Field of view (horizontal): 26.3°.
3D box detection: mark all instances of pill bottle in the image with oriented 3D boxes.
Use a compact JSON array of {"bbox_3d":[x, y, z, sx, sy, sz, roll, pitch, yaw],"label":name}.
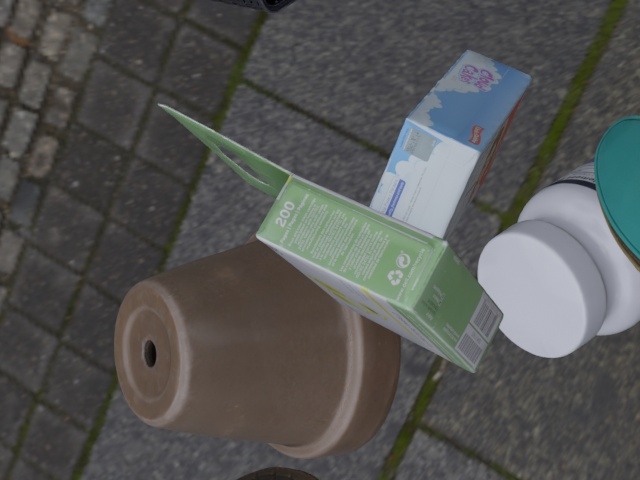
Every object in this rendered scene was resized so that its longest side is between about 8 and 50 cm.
[{"bbox_3d":[0.280,-0.002,1.300,0.153,0.264,0.153,31,136,36],"label":"pill bottle"}]

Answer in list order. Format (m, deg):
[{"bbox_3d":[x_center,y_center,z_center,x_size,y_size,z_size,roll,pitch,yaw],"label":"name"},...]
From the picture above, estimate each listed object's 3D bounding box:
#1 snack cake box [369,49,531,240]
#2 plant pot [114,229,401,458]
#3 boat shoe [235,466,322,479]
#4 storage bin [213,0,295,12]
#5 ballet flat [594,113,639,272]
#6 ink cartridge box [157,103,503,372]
[{"bbox_3d":[0.143,-0.098,1.531,0.089,0.264,0.152,26,119,9],"label":"snack cake box"},{"bbox_3d":[-0.083,0.105,1.430,0.263,0.229,0.263,3,94,53],"label":"plant pot"},{"bbox_3d":[-0.036,0.198,0.921,0.072,0.068,0.190,40,149,-25],"label":"boat shoe"},{"bbox_3d":[-0.047,-0.272,1.004,0.084,0.122,0.180,17,128,30],"label":"storage bin"},{"bbox_3d":[0.214,0.009,0.686,0.073,0.232,0.080,22,110,-29],"label":"ballet flat"},{"bbox_3d":[0.000,0.000,0.941,0.235,0.171,0.056,25,82,26],"label":"ink cartridge box"}]
